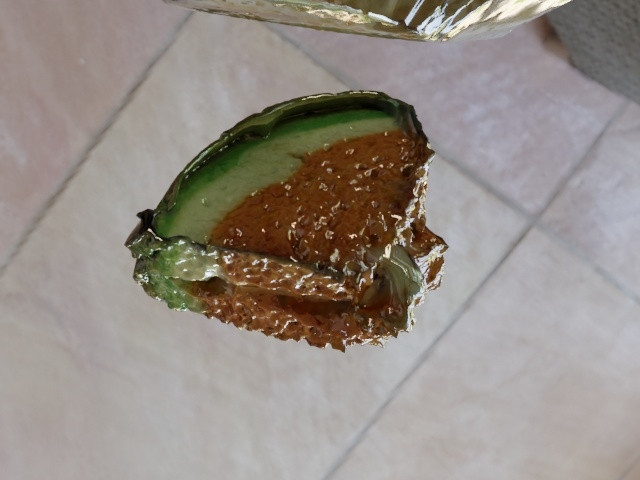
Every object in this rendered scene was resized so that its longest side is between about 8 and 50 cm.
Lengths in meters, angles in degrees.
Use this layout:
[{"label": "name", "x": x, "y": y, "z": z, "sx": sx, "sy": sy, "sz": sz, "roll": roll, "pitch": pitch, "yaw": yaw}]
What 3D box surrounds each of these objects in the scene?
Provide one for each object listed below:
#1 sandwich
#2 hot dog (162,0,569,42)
[{"label": "sandwich", "x": -0.004, "y": -0.010, "z": 1.079, "sx": 0.292, "sy": 0.212, "sz": 0.109, "roll": -55, "pitch": 167, "yaw": -47}, {"label": "hot dog", "x": 0.017, "y": -0.118, "z": 0.511, "sx": 0.270, "sy": 0.163, "sz": 0.081, "roll": -26, "pitch": 127, "yaw": -74}]
